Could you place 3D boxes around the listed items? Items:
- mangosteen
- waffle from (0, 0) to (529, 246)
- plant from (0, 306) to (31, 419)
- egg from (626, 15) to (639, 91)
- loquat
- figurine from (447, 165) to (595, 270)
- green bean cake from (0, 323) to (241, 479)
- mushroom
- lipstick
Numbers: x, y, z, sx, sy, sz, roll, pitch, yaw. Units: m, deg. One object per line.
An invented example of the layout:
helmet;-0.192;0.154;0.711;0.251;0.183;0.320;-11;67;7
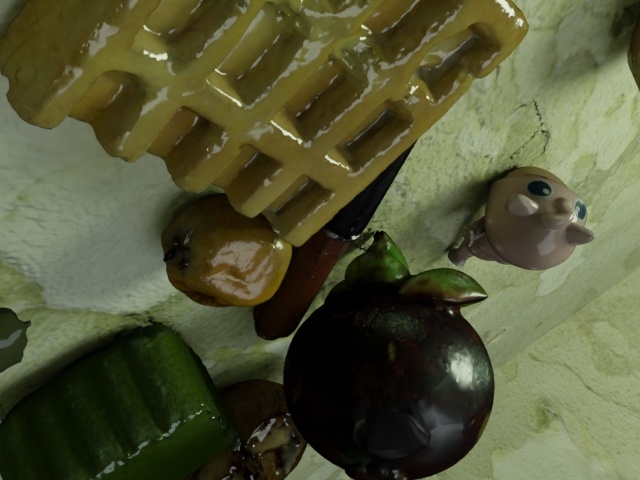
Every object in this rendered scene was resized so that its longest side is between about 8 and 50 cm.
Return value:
mangosteen;0.093;0.177;0.921;0.311;0.311;0.311;-27;153;-15
waffle;-0.015;-0.152;0.503;0.304;0.078;0.348;-41;146;19
plant;-0.380;0.151;0.502;0.215;0.213;0.312;-61;180;44
egg;0.507;-0.248;0.839;0.245;0.203;0.203;-16;149;-30
loquat;-0.097;0.013;0.688;0.137;0.113;0.137;-13;148;-8
figurine;0.317;-0.035;1.085;0.287;0.176;0.186;106;2;-75
green bean cake;-0.252;0.243;0.848;0.249;0.156;0.247;-30;155;-8
mushroom;-0.134;0.352;1.130;0.263;0.195;0.283;-40;171;-6
lipstick;0.000;0.000;0.817;0.077;0.077;0.418;-14;149;-36
